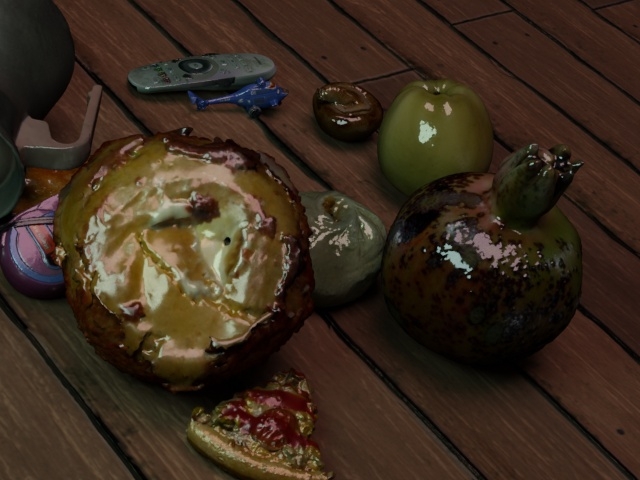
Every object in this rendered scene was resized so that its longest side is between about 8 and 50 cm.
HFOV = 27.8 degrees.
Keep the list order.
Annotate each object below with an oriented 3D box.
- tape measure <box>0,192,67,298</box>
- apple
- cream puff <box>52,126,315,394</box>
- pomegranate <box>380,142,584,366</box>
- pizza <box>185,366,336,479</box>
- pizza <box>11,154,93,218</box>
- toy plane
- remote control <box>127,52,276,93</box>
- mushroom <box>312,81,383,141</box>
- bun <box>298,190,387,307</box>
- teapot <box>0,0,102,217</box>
[{"bbox_3d":[-0.354,0.012,1.677,0.125,0.074,0.118,-28,82,-28],"label":"tape measure"},{"bbox_3d":[0.178,-0.152,2.021,0.200,0.200,0.200,11,39,-9],"label":"apple"},{"bbox_3d":[-0.165,0.024,1.622,0.350,0.229,0.351,2,75,-7],"label":"cream puff"},{"bbox_3d":[0.232,0.003,1.719,0.284,0.341,0.285,12,42,-11],"label":"pomegranate"},{"bbox_3d":[-0.055,0.214,1.581,0.188,0.062,0.199,21,37,1],"label":"pizza"},{"bbox_3d":[-0.367,-0.063,1.802,0.201,0.053,0.193,32,41,26],"label":"pizza"},{"bbox_3d":[-0.131,-0.234,2.098,0.167,0.062,0.054,-10,45,-16],"label":"toy plane"},{"bbox_3d":[-0.194,-0.272,2.131,0.256,0.045,0.097,-7,35,-23],"label":"remote control"},{"bbox_3d":[0.046,-0.215,2.118,0.127,0.087,0.127,8,42,-7],"label":"mushroom"},{"bbox_3d":[0.000,0.000,1.817,0.195,0.118,0.195,10,42,-9],"label":"bun"},{"bbox_3d":[-0.454,-0.191,1.765,0.300,0.253,0.344,5,41,-6],"label":"teapot"}]
